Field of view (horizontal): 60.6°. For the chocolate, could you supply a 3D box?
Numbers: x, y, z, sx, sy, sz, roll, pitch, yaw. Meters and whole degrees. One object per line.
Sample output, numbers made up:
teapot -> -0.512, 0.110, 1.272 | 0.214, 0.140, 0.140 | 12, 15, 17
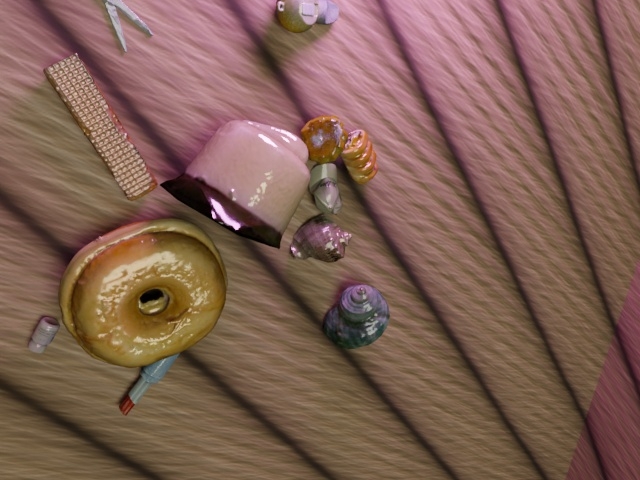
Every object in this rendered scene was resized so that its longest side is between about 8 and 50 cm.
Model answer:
chocolate -> -0.193, -0.174, 1.436 | 0.326, 0.314, 0.297 | 21, 95, -54

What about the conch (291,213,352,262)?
conch -> 0.000, 0.000, 1.756 | 0.207, 0.130, 0.155 | -14, 84, 1

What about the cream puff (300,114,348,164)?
cream puff -> 0.014, -0.300, 1.612 | 0.146, 0.116, 0.146 | 2, 102, 10

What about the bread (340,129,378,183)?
bread -> 0.123, -0.259, 1.687 | 0.177, 0.084, 0.119 | 60, 36, -36

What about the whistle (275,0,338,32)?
whistle -> -0.039, -0.616, 1.463 | 0.223, 0.123, 0.123 | -18, 121, -45

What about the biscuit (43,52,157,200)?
biscuit -> -0.534, -0.268, 1.354 | 0.094, 0.054, 0.379 | -33, 123, -11

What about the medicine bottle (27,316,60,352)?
medicine bottle -> -0.742, 0.254, 1.466 | 0.052, 0.052, 0.089 | 29, 96, -35

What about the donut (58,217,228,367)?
donut -> -0.465, 0.142, 1.483 | 0.448, 0.198, 0.449 | -12, 116, -25

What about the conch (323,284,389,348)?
conch -> 0.131, 0.253, 1.889 | 0.220, 0.195, 0.277 | 8, 136, -3

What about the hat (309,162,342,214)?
hat -> 0.029, -0.157, 1.706 | 0.122, 0.081, 0.166 | -3, 102, -30

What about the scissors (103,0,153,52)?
scissors -> -0.494, -0.569, 1.270 | 0.144, 0.017, 0.248 | -37, 125, -10

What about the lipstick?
lipstick -> -0.518, 0.412, 1.653 | 0.068, 0.061, 0.274 | 38, 90, -37
